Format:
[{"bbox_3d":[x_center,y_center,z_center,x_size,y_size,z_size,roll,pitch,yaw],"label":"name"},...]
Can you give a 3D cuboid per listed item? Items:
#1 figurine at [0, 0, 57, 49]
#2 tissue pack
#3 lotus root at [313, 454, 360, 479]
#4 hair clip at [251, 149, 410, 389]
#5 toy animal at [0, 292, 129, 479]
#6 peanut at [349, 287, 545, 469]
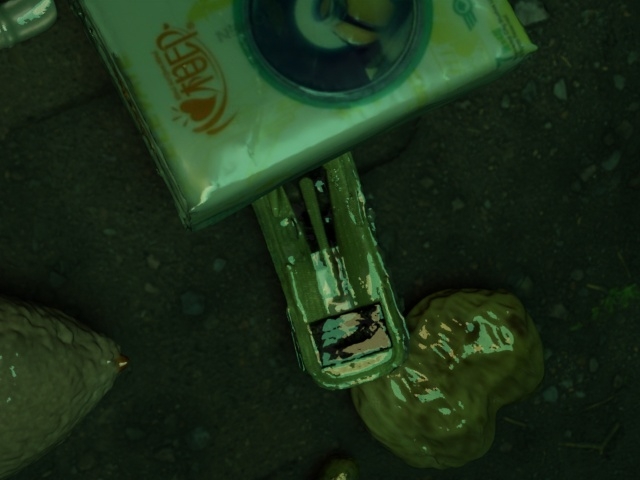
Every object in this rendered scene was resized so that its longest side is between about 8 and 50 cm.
[{"bbox_3d":[-0.435,-0.158,1.460,0.382,0.205,0.224,-15,95,-31],"label":"figurine"},{"bbox_3d":[-0.025,-0.218,1.537,0.388,0.162,0.287,-27,86,-9],"label":"tissue pack"},{"bbox_3d":[0.011,0.297,1.784,0.049,0.054,0.099,33,91,-2],"label":"lotus root"},{"bbox_3d":[0.000,0.000,1.679,0.138,0.091,0.321,-18,105,-5],"label":"hair clip"},{"bbox_3d":[-0.372,0.153,1.538,0.358,0.188,0.226,-18,144,-13],"label":"toy animal"},{"bbox_3d":[0.153,0.155,1.762,0.233,0.110,0.197,-46,108,-2],"label":"peanut"}]
